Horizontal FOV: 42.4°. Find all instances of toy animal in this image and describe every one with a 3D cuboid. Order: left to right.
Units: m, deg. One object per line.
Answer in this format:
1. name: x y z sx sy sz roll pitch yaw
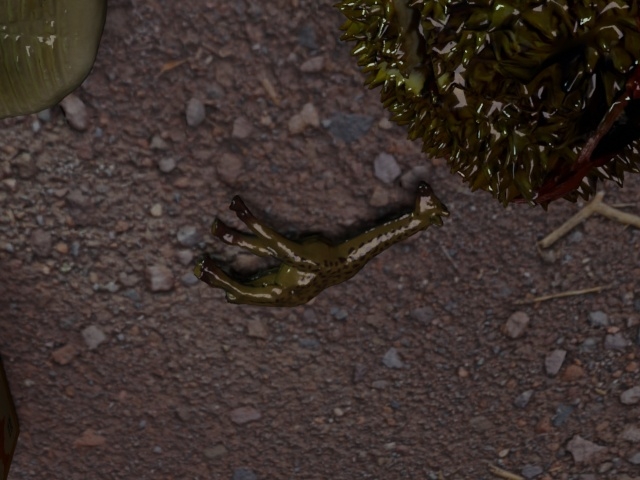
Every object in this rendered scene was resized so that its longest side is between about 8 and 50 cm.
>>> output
1. toy animal: 0.000 0.009 0.886 0.276 0.054 0.149 -2 118 -4

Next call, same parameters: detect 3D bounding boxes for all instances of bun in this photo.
1. bun: -0.265 -0.200 0.681 0.179 0.127 0.193 2 132 -9

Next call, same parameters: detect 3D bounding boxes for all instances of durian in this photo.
1. durian: 0.197 -0.190 0.625 0.385 0.347 0.347 4 121 -17

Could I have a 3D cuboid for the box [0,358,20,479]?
1. box: -0.474 0.172 0.824 0.260 0.213 0.283 -4 122 -4
